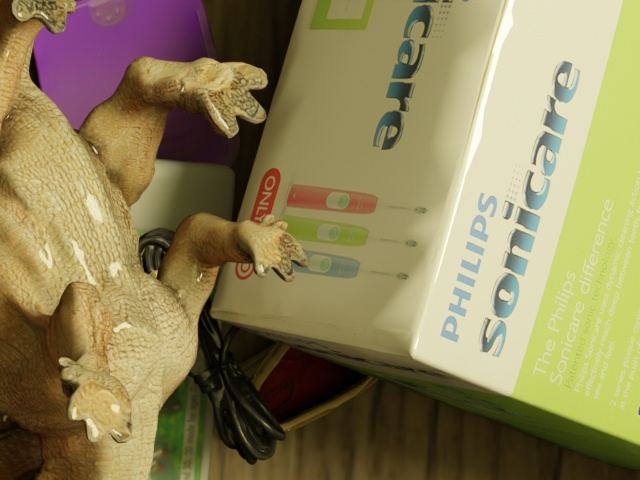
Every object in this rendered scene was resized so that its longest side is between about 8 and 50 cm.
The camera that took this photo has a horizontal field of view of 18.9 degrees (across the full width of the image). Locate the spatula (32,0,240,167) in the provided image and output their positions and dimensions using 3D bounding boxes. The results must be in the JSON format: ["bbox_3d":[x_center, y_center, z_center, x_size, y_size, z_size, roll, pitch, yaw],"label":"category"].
[{"bbox_3d":[-0.113,-0.163,0.844,0.084,0.030,0.296,-19,94,-16],"label":"spatula"}]

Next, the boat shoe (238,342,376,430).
[{"bbox_3d":[0.015,0.047,0.872,0.135,0.045,0.050,-40,101,-16],"label":"boat shoe"}]

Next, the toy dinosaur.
[{"bbox_3d":[-0.119,0.014,0.738,0.127,0.200,0.296,0,68,-44],"label":"toy dinosaur"}]

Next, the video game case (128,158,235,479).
[{"bbox_3d":[-0.135,0.066,0.809,0.193,0.023,0.212,4,93,-26],"label":"video game case"}]

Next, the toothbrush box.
[{"bbox_3d":[0.117,-0.020,0.819,0.283,0.122,0.206,22,80,-43],"label":"toothbrush box"}]

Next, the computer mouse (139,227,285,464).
[{"bbox_3d":[0.000,0.000,0.839,0.193,0.042,0.106,-42,98,-30],"label":"computer mouse"}]
